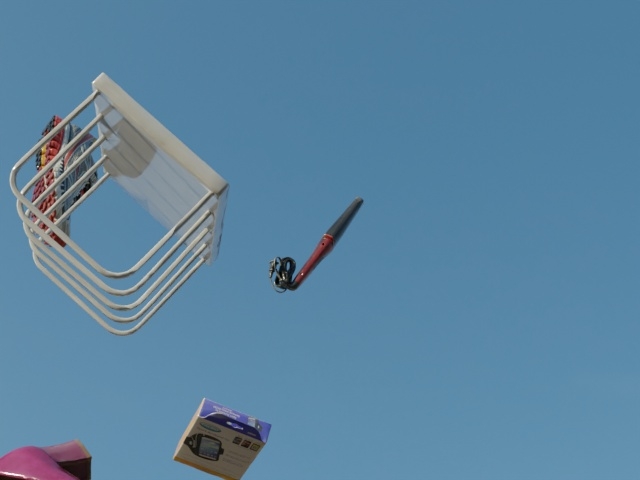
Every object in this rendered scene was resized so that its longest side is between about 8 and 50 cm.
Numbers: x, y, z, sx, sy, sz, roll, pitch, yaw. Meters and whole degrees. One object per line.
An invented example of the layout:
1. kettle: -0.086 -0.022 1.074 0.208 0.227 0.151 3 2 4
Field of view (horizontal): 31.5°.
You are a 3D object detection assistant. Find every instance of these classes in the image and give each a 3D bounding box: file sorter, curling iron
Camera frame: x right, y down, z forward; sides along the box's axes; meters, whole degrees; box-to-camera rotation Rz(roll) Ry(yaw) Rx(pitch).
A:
1. file sorter: -0.241 -0.024 1.347 0.193 0.173 0.278 41 -19 6
2. curling iron: 0.000 0.000 2.052 0.068 0.274 0.035 48 -35 -2

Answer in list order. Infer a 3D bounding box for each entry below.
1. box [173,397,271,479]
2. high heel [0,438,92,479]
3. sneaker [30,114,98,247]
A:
1. box: -0.108 0.221 1.261 0.081 0.028 0.136 23 -41 -7
2. high heel: -0.430 0.472 1.924 0.181 0.377 0.127 -12 -64 -31
3. sneaker: -0.376 -0.087 1.706 0.092 0.225 0.088 18 -38 -28
